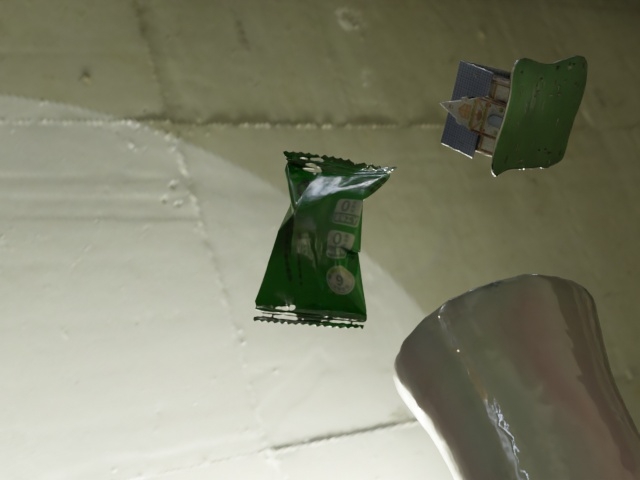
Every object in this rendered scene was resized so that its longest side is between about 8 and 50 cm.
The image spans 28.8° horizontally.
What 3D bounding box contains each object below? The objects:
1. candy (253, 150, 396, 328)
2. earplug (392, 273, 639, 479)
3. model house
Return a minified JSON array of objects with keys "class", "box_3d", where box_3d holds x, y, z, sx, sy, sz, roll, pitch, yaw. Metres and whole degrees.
[{"class":"candy","box_3d":[-0.004,-0.001,1.422,0.078,0.141,0.203,19,-102,-48]},{"class":"earplug","box_3d":[0.179,0.193,0.903,0.172,0.172,0.301,11,-138,-34]},{"class":"model house","box_3d":[0.177,-0.132,1.205,0.088,0.117,0.167,22,-158,31]}]
